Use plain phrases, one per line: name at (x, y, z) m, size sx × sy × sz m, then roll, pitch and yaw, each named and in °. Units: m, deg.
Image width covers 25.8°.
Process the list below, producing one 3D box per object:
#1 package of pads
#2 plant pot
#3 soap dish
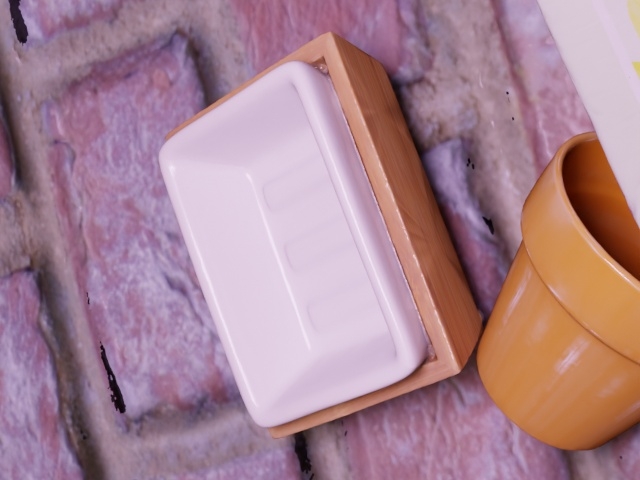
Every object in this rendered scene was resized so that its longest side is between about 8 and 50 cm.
package of pads at (0.276, -0.119, 0.982) m, size 0.101 × 0.229 × 0.296 m, roll -30°, pitch 78°, yaw 42°
plant pot at (0.218, 0.054, 1.057) m, size 0.205 × 0.205 × 0.188 m, roll 45°, pitch 128°, yaw 18°
soap dish at (0.000, 0.000, 1.179) m, size 0.229 × 0.118 × 0.291 m, roll -27°, pitch 80°, yaw 44°
